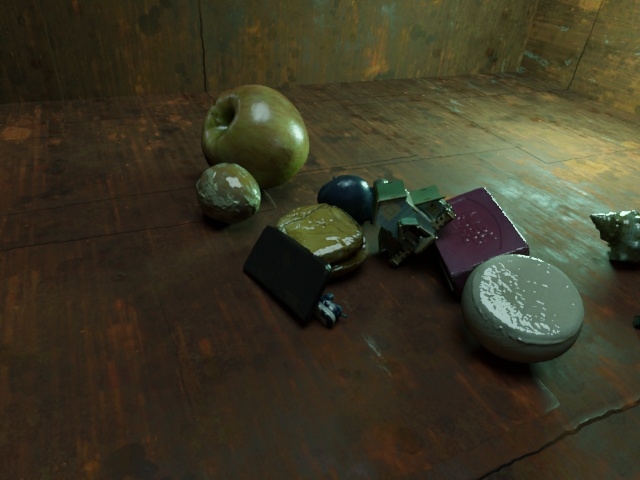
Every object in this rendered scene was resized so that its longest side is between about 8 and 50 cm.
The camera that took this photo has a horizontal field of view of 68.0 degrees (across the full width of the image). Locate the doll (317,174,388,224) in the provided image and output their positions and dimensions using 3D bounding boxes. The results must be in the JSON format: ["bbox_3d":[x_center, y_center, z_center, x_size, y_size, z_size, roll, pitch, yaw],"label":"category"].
[{"bbox_3d":[0.105,-0.144,1.610,0.258,0.228,0.154,18,58,-44],"label":"doll"}]

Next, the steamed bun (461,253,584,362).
[{"bbox_3d":[0.492,0.181,1.192,0.282,0.177,0.283,0,50,0],"label":"steamed bun"}]

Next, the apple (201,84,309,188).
[{"bbox_3d":[-0.235,-0.378,1.775,0.346,0.392,0.391,20,18,-43],"label":"apple"}]

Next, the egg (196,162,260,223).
[{"bbox_3d":[-0.304,-0.157,1.582,0.245,0.204,0.203,25,39,34],"label":"egg"}]

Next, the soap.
[{"bbox_3d":[0.463,0.005,1.442,0.232,0.128,0.360,-23,32,10],"label":"soap"}]

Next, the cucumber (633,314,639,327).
[{"bbox_3d":[0.937,0.236,1.305,0.133,0.032,0.032,12,34,9],"label":"cucumber"}]

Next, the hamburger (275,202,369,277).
[{"bbox_3d":[0.001,0.000,1.440,0.259,0.145,0.283,-18,43,-14],"label":"hamburger"}]

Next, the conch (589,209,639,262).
[{"bbox_3d":[1.042,0.002,1.575,0.386,0.169,0.203,31,54,-20],"label":"conch"}]

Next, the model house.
[{"bbox_3d":[0.242,-0.078,1.434,0.206,0.271,0.178,41,26,-16],"label":"model house"}]

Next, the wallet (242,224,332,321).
[{"bbox_3d":[-0.095,0.079,1.301,0.042,0.165,0.309,25,5,-46],"label":"wallet"}]

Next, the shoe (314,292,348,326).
[{"bbox_3d":[0.008,0.166,1.266,0.071,0.064,0.143,-19,43,-30],"label":"shoe"}]
